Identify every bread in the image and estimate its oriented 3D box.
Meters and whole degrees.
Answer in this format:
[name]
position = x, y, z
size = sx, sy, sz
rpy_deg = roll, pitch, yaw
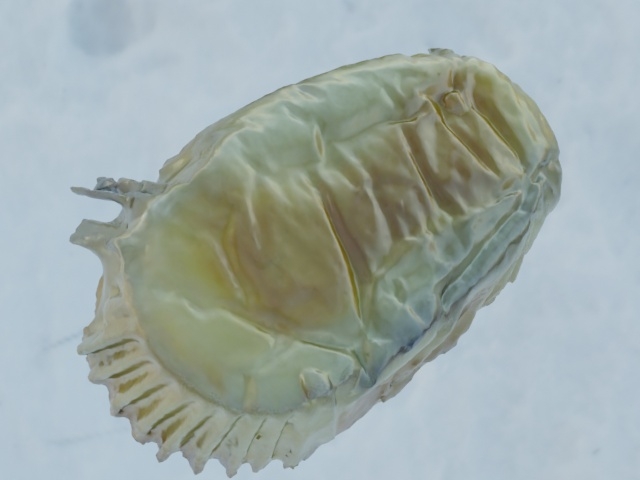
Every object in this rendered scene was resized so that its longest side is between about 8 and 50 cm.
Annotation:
[bread]
position = 0.005, 0.012, 1.008
size = 0.388, 0.183, 0.236
rpy_deg = -25, 86, -33
